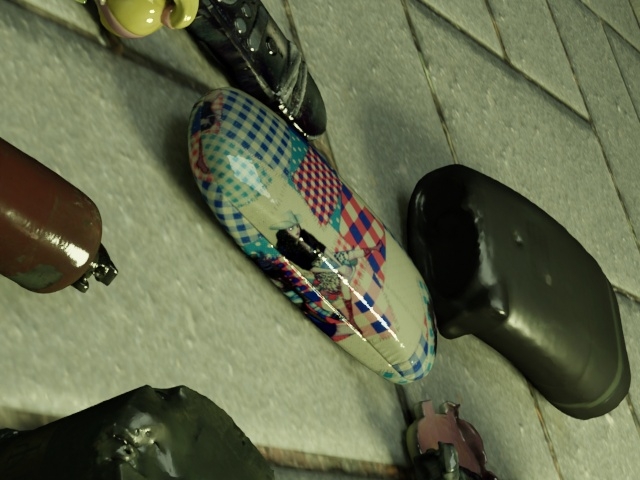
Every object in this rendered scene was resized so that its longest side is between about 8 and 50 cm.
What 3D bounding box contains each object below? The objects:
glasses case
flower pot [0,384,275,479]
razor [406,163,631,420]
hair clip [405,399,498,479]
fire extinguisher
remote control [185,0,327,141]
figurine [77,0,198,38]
[{"bbox_3d":[0.000,0.000,1.243,0.327,0.076,0.125,46,28,-35],"label":"glasses case"},{"bbox_3d":[-0.088,0.138,0.691,0.157,0.107,0.157,44,26,-28],"label":"flower pot"},{"bbox_3d":[0.222,0.058,1.586,0.349,0.113,0.204,35,39,-47],"label":"razor"},{"bbox_3d":[0.121,0.210,1.325,0.187,0.056,0.146,29,39,-65],"label":"hair clip"},{"bbox_3d":[-0.207,-0.033,0.880,0.268,0.072,0.089,36,3,-45],"label":"fire extinguisher"},{"bbox_3d":[-0.082,-0.185,1.295,0.266,0.066,0.090,53,40,-32],"label":"remote control"},{"bbox_3d":[-0.173,-0.228,1.137,0.187,0.083,0.083,50,26,-6],"label":"figurine"}]
